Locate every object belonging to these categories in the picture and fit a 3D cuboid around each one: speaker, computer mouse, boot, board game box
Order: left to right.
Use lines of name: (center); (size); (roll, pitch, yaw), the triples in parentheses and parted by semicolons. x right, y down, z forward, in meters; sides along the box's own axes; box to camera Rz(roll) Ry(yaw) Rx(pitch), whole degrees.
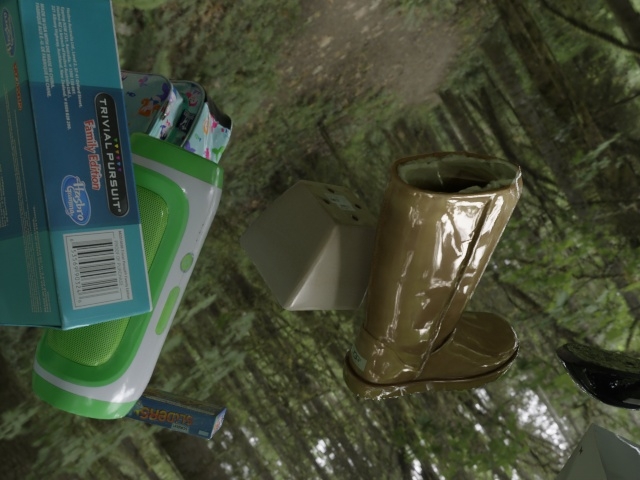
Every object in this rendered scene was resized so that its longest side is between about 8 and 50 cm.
board game box: (-0.292, -0.051, 0.592); (0.336, 0.253, 0.079); (-6, -179, 44)
speaker: (-0.211, 0.037, 0.701); (0.131, 0.131, 0.296); (-166, -83, -83)
board game box: (-0.255, 0.258, 0.985); (0.136, 0.201, 0.035); (99, 6, -81)
boot: (0.146, 0.041, 0.637); (0.236, 0.089, 0.269); (-10, 132, -28)
computer mouse: (0.430, 0.202, 0.779); (0.262, 0.060, 0.184); (11, -169, 2)

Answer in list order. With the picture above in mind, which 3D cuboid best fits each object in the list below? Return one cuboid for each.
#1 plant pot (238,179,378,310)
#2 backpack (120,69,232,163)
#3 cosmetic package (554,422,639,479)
plant pot: (0.000, 0.000, 0.651); (0.109, 0.109, 0.096); (5, 127, -44)
backpack: (-0.274, -0.119, 0.922); (0.225, 0.253, 0.191); (14, 170, 25)
cosmetic package: (0.305, 0.462, 0.788); (0.284, 0.097, 0.377); (-50, 163, -69)
